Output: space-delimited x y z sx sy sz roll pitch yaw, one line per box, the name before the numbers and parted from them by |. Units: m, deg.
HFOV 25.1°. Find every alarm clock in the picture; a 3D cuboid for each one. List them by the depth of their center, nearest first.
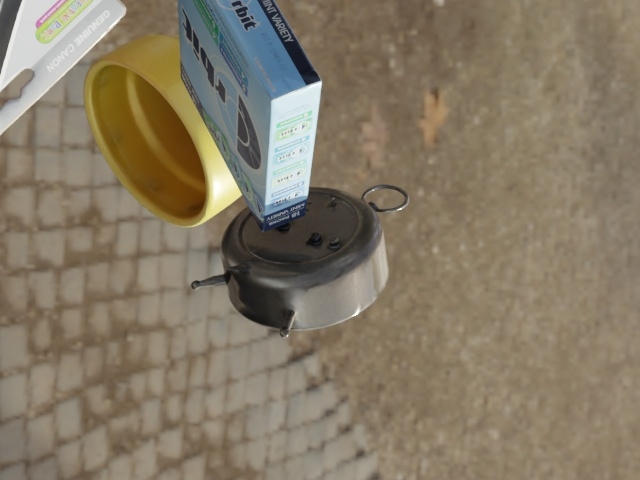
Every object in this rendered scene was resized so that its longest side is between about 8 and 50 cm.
alarm clock | 0.000 0.000 1.143 0.192 0.129 0.064 -34 133 -34

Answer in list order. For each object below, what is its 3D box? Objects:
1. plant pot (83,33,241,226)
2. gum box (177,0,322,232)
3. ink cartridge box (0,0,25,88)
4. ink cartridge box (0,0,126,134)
plant pot | -0.149 -0.184 1.929 0.239 0.254 0.254 -38 127 -31
gum box | -0.056 -0.117 1.038 0.157 0.041 0.184 61 -16 22
ink cartridge box | -0.349 -0.111 0.806 0.065 0.333 0.165 -89 -166 -86
ink cartridge box | -0.409 -0.245 1.503 0.309 0.130 0.272 -43 123 0
